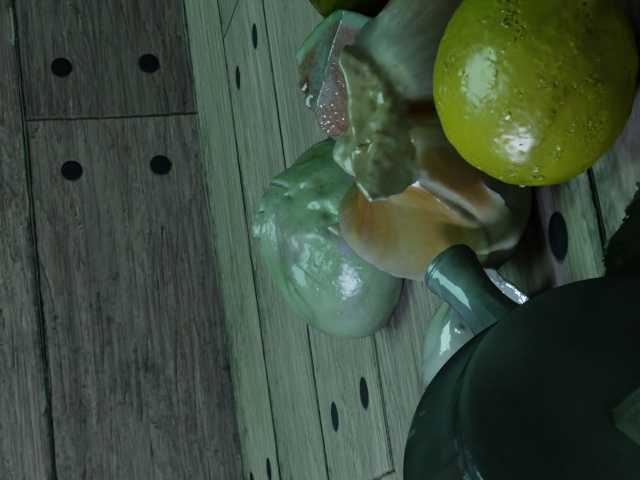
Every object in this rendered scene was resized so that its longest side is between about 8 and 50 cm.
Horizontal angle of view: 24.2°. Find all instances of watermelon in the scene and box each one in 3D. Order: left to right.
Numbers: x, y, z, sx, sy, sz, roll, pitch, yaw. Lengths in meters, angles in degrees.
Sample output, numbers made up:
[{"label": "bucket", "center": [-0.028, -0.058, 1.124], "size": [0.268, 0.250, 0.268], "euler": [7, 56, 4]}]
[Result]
[{"label": "watermelon", "center": [0.081, -0.190, 1.759], "size": [0.146, 0.231, 0.128], "euler": [-58, -2, 39]}]

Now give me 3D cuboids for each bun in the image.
[{"label": "bun", "center": [0.000, 0.000, 2.005], "size": [0.283, 0.179, 0.283], "euler": [174, 90, -74]}]

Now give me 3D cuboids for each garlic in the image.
[{"label": "garlic", "center": [0.102, -0.095, 1.507], "size": [0.286, 0.249, 0.313], "euler": [64, -178, 19]}]

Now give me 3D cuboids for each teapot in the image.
[{"label": "teapot", "center": [0.232, 0.249, 1.014], "size": [0.376, 0.306, 0.361], "euler": [39, 149, 33]}]

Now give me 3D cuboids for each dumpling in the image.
[{"label": "dumpling", "center": [0.169, 0.104, 1.506], "size": [0.108, 0.127, 0.188], "euler": [-72, 1, -55]}]

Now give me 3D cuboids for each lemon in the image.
[{"label": "lemon", "center": [0.181, -0.140, 1.246], "size": [0.173, 0.174, 0.206], "euler": [-109, 35, -45]}]

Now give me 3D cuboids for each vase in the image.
[{"label": "vase", "center": [0.177, 0.091, 1.372], "size": [0.214, 0.086, 0.086], "euler": [50, 147, 35]}]

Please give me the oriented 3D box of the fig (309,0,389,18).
[{"label": "fig", "center": [0.039, -0.299, 1.838], "size": [0.259, 0.151, 0.151], "euler": [102, 159, -59]}]

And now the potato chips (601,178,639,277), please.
[{"label": "potato chips", "center": [0.251, -0.020, 1.069], "size": [0.167, 0.059, 0.228], "euler": [-51, -10, 16]}]
